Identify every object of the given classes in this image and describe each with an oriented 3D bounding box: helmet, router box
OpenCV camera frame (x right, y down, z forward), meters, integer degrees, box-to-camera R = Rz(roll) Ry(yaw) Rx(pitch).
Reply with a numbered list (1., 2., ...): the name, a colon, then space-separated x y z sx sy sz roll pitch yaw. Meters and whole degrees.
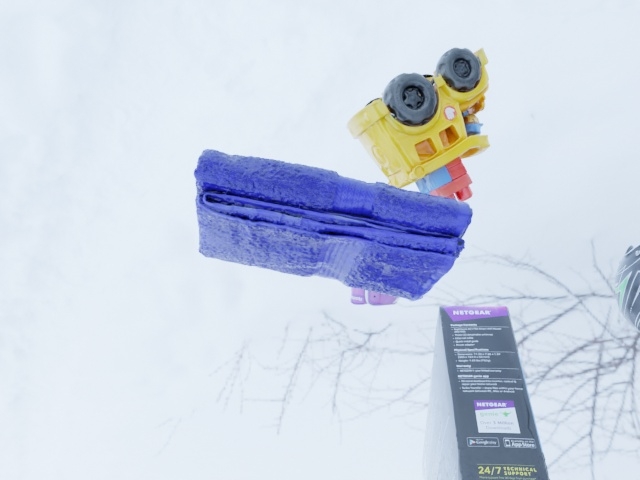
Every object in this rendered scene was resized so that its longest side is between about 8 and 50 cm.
1. helmet: 0.542 0.072 0.952 0.169 0.169 0.161 -13 178 20
2. router box: 0.091 0.148 0.371 0.046 0.133 0.179 1 129 4

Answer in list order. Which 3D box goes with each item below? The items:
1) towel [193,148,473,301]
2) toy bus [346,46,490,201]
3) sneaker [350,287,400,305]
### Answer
1. towel: 0.000 0.000 0.737 0.308 0.076 0.227 12 152 -2
2. toy bus: 0.184 -0.162 0.948 0.220 0.211 0.149 -31 -179 -16
3. sneaker: 0.079 0.041 1.203 0.282 0.161 0.102 31 174 -31
